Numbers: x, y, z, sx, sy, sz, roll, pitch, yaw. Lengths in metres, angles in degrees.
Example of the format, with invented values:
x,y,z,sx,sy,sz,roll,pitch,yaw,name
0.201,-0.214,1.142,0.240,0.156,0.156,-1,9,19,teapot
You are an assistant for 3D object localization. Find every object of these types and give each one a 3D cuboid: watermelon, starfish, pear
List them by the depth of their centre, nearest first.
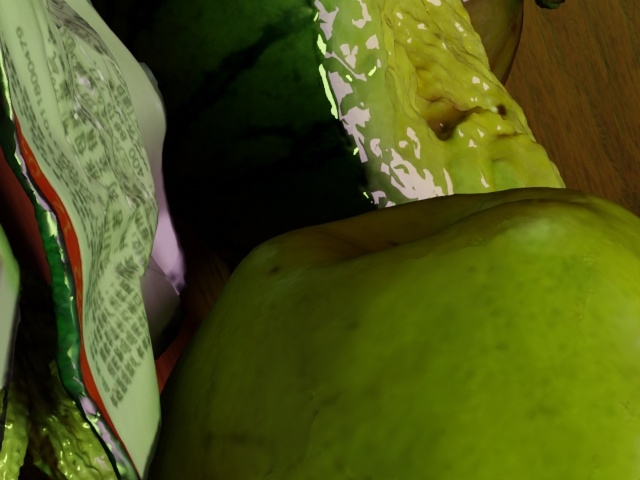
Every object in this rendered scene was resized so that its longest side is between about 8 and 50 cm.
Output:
x,y,z,sx,sy,sz,roll,pitch,yaw,name
-0.099,0.015,0.584,0.150,0.053,0.210,72,3,-59,starfish
0.061,0.134,0.641,0.253,0.252,0.307,-60,132,-76,pear
-0.011,-0.093,0.877,0.331,0.189,0.331,161,-90,-86,watermelon

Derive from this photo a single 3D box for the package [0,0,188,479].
x,y,z,sx,sy,sz,roll,pitch,yaw,name
-0.078,-0.029,0.598,0.232,0.040,0.166,-92,166,-74,package

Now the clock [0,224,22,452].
x,y,z,sx,sy,sz,roll,pitch,yaw,name
-0.128,0.017,0.394,0.197,0.063,0.150,-93,162,-54,clock

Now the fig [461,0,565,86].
x,y,z,sx,sy,sz,roll,pitch,yaw,name
0.042,-0.170,1.259,0.235,0.214,0.235,50,-5,5,fig
